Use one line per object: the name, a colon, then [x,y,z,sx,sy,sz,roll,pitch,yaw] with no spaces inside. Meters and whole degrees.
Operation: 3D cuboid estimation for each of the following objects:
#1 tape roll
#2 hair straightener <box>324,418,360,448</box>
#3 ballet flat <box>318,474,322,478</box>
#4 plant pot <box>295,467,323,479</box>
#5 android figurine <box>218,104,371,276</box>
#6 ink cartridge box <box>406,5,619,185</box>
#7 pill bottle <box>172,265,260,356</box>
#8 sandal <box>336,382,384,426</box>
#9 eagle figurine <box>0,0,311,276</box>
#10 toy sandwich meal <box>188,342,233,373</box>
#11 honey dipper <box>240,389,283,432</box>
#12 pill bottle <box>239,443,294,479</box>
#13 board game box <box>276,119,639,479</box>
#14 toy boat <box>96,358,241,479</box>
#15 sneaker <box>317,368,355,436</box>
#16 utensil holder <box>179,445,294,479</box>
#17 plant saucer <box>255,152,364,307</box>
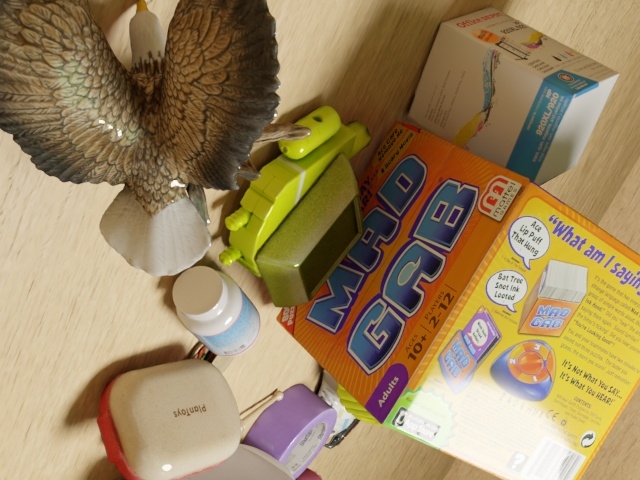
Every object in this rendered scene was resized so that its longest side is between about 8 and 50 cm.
tape roll: [-0.059,0.362,1.932,0.189,0.080,0.189,-44,157,-25]
hair straightener: [0.075,0.365,2.271,0.230,0.047,0.089,-38,153,-26]
ballet flat: [-0.040,0.567,2.267,0.086,0.086,0.248,-60,158,13]
plant pot: [-0.095,0.542,1.997,0.180,0.201,0.201,-3,128,-43]
android figurine: [-0.035,-0.057,1.395,0.273,0.056,0.248,-39,154,-39]
ink cartridge box: [0.284,-0.217,1.572,0.171,0.232,0.168,-27,144,-48]
pill bottle: [-0.136,0.090,1.365,0.087,0.087,0.160,-50,158,-10]
sandal: [0.096,0.198,1.881,0.138,0.126,0.317,-49,142,-44]
eagle figurine: [-0.149,-0.124,0.908,0.226,0.225,0.298,-41,168,-5]
toy sandwich meal: [-0.158,0.171,1.514,0.085,0.029,0.085,-43,156,-25]
honey dipper: [-0.113,0.294,1.793,0.160,0.030,0.030,-32,150,-51]
pill bottle: [-0.167,0.503,1.804,0.283,0.161,0.161,-61,157,13]
board game box: [0.225,0.096,1.516,0.356,0.356,0.356,29,94,-30]
toy boat: [-0.217,0.250,1.402,0.151,0.151,0.231,-27,167,33]
sneaker: [0.030,0.311,2.031,0.092,0.087,0.229,-39,151,-21]
utensil holder: [-0.207,0.529,1.566,0.385,0.327,0.327,-62,157,12]
plant saucer: [0.000,0.000,1.420,0.188,0.045,0.188,-51,160,-15]
